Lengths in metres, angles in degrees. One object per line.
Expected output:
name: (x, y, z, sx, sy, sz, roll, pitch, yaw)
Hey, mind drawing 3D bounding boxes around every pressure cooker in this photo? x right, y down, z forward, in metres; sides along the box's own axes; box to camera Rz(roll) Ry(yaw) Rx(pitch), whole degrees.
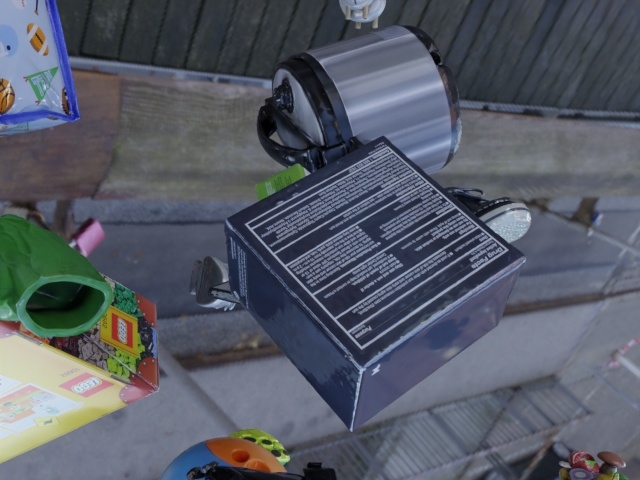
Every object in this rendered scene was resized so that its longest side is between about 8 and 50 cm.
pressure cooker: (0.064, -0.280, 1.820, 0.420, 0.376, 0.370, -20, 171, -17)

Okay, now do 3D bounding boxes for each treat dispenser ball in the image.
treat dispenser ball: (-0.188, 0.532, 1.543, 0.288, 0.288, 0.288, -25, 139, -24)

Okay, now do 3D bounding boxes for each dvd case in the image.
dvd case: (-0.083, 0.097, 1.507, 0.253, 0.180, 0.022, -19, 119, -73)

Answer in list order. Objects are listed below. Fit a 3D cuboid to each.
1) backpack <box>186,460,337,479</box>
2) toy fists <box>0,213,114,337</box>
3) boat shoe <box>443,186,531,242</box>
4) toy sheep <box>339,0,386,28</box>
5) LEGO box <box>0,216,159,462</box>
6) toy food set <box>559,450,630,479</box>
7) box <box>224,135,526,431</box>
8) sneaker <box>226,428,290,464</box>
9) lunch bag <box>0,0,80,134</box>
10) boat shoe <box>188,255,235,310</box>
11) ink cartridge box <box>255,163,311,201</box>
backpack: (-0.070, 0.492, 1.247, 0.276, 0.263, 0.213, 12, 101, -38)
toy fists: (-0.340, 0.027, 0.748, 0.279, 0.142, 0.096, 9, 116, -52)
boat shoe: (0.257, -0.029, 1.583, 0.186, 0.156, 0.500, -18, 177, -12)
toy sheep: (0.073, -0.428, 1.397, 0.091, 0.091, 0.132, -51, 167, 9)
LEGO box: (-0.598, 0.217, 1.388, 0.500, 0.193, 0.372, -26, 141, 20)
toy food set: (0.506, 0.421, 1.433, 0.218, 0.128, 0.071, -8, 116, -78)
box: (0.068, 0.052, 1.113, 0.296, 0.294, 0.183, -30, 147, -25)
sneaker: (-0.209, 0.529, 1.864, 0.295, 0.109, 0.124, -1, 123, -38)
lunch bag: (-0.585, -0.343, 1.192, 0.239, 0.327, 0.386, -21, 104, -66)
boat shoe: (-0.247, 0.105, 1.910, 0.103, 0.320, 0.118, 14, 85, -18)
ink cartridge box: (0.000, 0.000, 1.465, 0.097, 0.189, 0.255, -24, 152, 18)
